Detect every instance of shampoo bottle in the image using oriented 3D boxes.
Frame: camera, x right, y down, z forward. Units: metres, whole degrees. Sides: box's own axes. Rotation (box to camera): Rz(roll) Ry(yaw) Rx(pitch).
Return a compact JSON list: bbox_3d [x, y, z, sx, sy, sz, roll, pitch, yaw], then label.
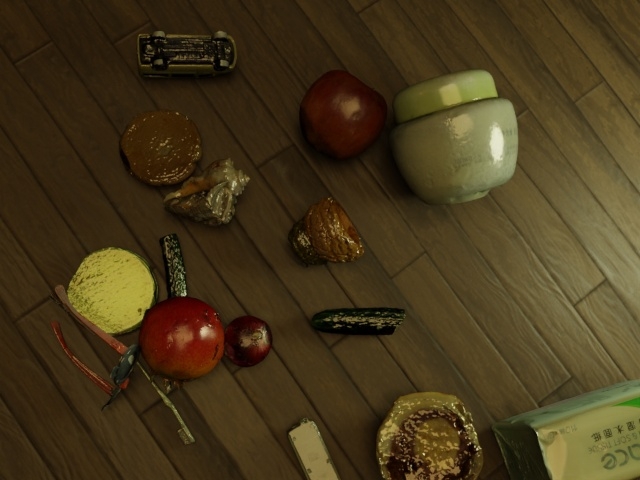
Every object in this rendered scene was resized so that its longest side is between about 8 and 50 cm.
[{"bbox_3d":[0.339,-0.256,1.922,0.322,0.322,0.318,-17,92,-8],"label":"shampoo bottle"}]

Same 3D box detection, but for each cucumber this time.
[{"bbox_3d":[0.096,0.207,1.950,0.241,0.074,0.075,0,81,-3],"label":"cucumber"},{"bbox_3d":[-0.373,0.076,1.930,0.058,0.058,0.187,-8,83,-7],"label":"cucumber"}]

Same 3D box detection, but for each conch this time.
[{"bbox_3d":[-0.294,-0.113,1.915,0.245,0.178,0.163,-12,92,15],"label":"conch"}]

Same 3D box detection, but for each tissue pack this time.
[{"bbox_3d":[0.668,0.477,1.833,0.404,0.332,0.206,-14,81,-7],"label":"tissue pack"}]

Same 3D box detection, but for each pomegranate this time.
[{"bbox_3d":[-0.338,0.249,1.838,0.210,0.210,0.235,24,107,-2],"label":"pomegranate"}]

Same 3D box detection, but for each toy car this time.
[{"bbox_3d":[-0.353,-0.481,1.989,0.256,0.124,0.101,-3,81,-16],"label":"toy car"}]

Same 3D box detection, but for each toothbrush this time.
[{"bbox_3d":[-0.399,0.385,1.892,0.028,0.026,0.294,-32,85,-9],"label":"toothbrush"}]

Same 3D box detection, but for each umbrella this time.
[{"bbox_3d":[-0.654,0.155,1.906,0.083,0.020,0.031,44,40,2],"label":"umbrella"}]

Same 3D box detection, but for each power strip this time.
[{"bbox_3d":[-0.002,0.573,1.890,0.078,0.052,0.272,-25,85,-9],"label":"power strip"}]

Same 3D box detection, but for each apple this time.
[{"bbox_3d":[0.055,-0.321,1.964,0.229,0.230,0.230,1,81,-6],"label":"apple"}]

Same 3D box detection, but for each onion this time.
[{"bbox_3d":[-0.182,0.249,1.891,0.131,0.131,0.131,1,81,-6],"label":"onion"}]

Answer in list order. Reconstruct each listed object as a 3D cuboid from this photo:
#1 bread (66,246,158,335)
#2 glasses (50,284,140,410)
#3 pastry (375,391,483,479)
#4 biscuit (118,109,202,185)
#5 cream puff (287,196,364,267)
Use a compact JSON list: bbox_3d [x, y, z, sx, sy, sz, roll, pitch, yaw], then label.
[{"bbox_3d":[-0.524,0.129,1.916,0.228,0.033,0.229,1,83,-6],"label":"bread"},{"bbox_3d":[-0.561,0.262,1.804,0.268,0.234,0.118,35,51,5],"label":"glasses"},{"bbox_3d":[0.259,0.510,1.877,0.255,0.170,0.237,-9,62,-3],"label":"pastry"},{"bbox_3d":[-0.413,-0.241,1.968,0.225,0.042,0.226,1,70,-2],"label":"biscuit"},{"bbox_3d":[0.000,0.000,1.940,0.168,0.183,0.183,-30,85,12],"label":"cream puff"}]
